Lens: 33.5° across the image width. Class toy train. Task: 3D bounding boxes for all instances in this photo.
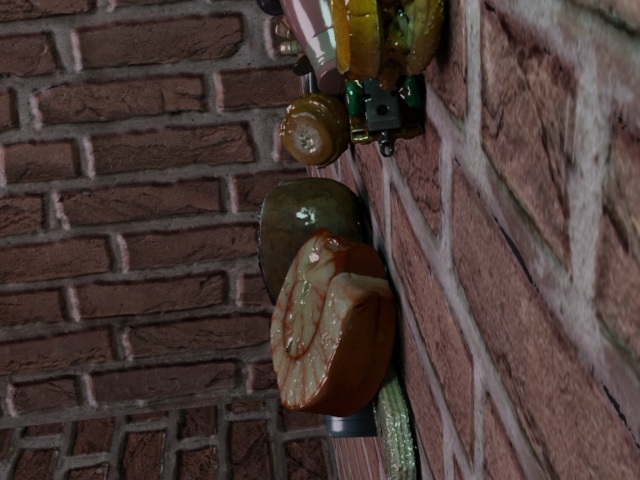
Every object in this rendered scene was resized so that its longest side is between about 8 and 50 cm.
[{"bbox_3d":[0.075,-0.216,1.325,0.136,0.091,0.227,-13,-84,-83],"label":"toy train"}]

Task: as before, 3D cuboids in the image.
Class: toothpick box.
[{"bbox_3d":[0.069,0.265,1.937,0.120,0.120,0.184,105,165,-80],"label":"toothpick box"}]

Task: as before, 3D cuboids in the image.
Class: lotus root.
[{"bbox_3d":[0.000,0.000,2.064,0.272,0.192,0.272,-7,-90,-74],"label":"lotus root"}]

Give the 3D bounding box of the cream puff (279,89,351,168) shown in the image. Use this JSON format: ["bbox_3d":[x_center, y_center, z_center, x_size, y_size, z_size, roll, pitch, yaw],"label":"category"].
[{"bbox_3d":[-0.005,-0.231,2.163,0.150,0.165,0.115,49,-134,-12],"label":"cream puff"}]

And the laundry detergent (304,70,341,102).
[{"bbox_3d":[0.001,-0.367,2.248,0.144,0.078,0.221,-57,-33,-65],"label":"laundry detergent"}]

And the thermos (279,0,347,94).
[{"bbox_3d":[0.011,-0.355,1.699,0.176,0.146,0.265,110,149,-67],"label":"thermos"}]

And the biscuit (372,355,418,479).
[{"bbox_3d":[0.120,0.308,1.743,0.250,0.046,0.147,-103,8,-63],"label":"biscuit"}]

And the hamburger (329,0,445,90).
[{"bbox_3d":[0.067,-0.251,1.123,0.182,0.118,0.191,-96,5,-69],"label":"hamburger"}]

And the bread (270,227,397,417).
[{"bbox_3d":[0.012,0.147,1.831,0.327,0.114,0.295,-113,42,-56],"label":"bread"}]

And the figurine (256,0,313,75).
[{"bbox_3d":[-0.033,-0.457,2.069,0.256,0.167,0.192,61,176,-31],"label":"figurine"}]
